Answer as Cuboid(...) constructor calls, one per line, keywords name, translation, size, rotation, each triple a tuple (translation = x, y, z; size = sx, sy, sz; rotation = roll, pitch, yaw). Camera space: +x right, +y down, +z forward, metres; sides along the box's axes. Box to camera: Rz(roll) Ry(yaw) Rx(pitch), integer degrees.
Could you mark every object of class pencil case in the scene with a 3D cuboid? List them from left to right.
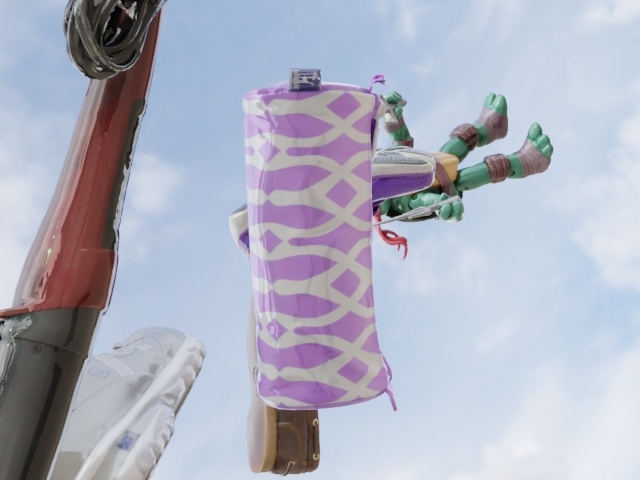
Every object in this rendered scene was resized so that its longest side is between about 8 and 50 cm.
Cuboid(name="pencil case", translation=(0.000, 0.000, 0.644), size=(0.088, 0.086, 0.206), rotation=(-2, -81, -2))

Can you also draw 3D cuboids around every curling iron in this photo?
Cuboid(name="curling iron", translation=(-0.089, 0.015, 0.325), size=(0.068, 0.035, 0.274), rotation=(31, -111, -63))

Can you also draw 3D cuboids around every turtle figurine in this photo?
Cuboid(name="turtle figurine", translation=(0.115, -0.077, 1.118), size=(0.234, 0.175, 0.118), rotation=(-22, -27, -22))

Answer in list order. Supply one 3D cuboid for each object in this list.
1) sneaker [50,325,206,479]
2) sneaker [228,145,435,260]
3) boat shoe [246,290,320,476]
Cuboid(name="sneaker", translation=(-0.152, 0.103, 0.719), size=(0.115, 0.281, 0.105), rotation=(27, -85, -5))
Cuboid(name="sneaker", translation=(0.014, -0.022, 0.823), size=(0.170, 0.068, 0.071), rotation=(-22, -79, 20))
Cuboid(name="boat shoe", translation=(-0.035, 0.135, 1.093), size=(0.073, 0.073, 0.207), rotation=(5, -100, -24))
